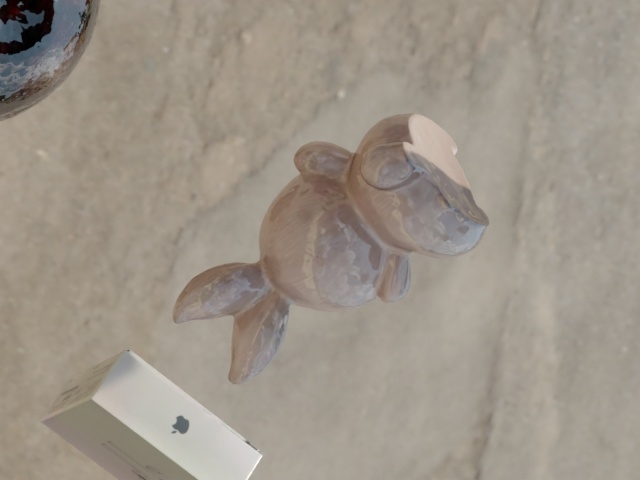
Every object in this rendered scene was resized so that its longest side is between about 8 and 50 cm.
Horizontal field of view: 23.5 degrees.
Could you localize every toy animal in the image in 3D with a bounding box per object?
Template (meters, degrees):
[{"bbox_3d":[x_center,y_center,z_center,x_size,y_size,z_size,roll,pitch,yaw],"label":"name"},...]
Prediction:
[{"bbox_3d":[0.001,0.000,1.043,0.212,0.124,0.124,-31,157,16],"label":"toy animal"}]

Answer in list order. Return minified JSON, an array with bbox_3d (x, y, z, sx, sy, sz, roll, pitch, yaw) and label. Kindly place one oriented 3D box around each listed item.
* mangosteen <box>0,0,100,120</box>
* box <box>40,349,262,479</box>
[{"bbox_3d":[-0.295,-0.241,1.192,0.275,0.275,0.302,16,91,-62],"label":"mangosteen"},{"bbox_3d":[-0.128,0.146,1.148,0.051,0.129,0.130,-56,-167,-25],"label":"box"}]
